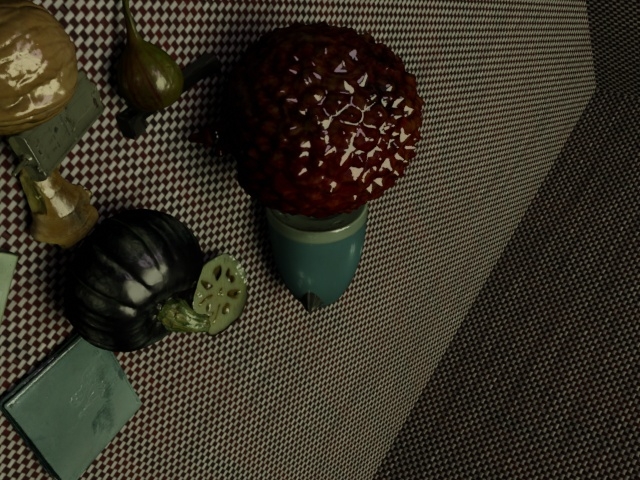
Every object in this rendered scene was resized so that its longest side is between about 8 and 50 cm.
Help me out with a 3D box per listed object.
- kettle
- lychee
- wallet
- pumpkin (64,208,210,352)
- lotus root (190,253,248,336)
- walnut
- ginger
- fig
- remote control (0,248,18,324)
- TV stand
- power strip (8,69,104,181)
[{"bbox_3d":[0.000,0.000,2.136,0.319,0.247,0.342,-73,167,-46],"label":"kettle"},{"bbox_3d":[-0.030,-0.251,1.771,0.424,0.500,0.424,-6,90,-89],"label":"lychee"},{"bbox_3d":[-0.508,0.342,1.735,0.251,0.054,0.290,-48,137,-35],"label":"wallet"},{"bbox_3d":[-0.343,0.097,1.615,0.296,0.296,0.295,-32,133,-43],"label":"pumpkin"},{"bbox_3d":[-0.258,0.123,1.950,0.204,0.078,0.183,-27,116,-55],"label":"lotus root"},{"bbox_3d":[-0.489,-0.263,1.276,0.228,0.228,0.227,-32,133,-43],"label":"walnut"},{"bbox_3d":[-0.479,-0.111,1.493,0.131,0.086,0.294,-23,123,-28],"label":"ginger"},{"bbox_3d":[-0.331,-0.356,1.543,0.124,0.124,0.236,-33,121,-42],"label":"fig"},{"bbox_3d":[-0.608,0.125,1.477,0.098,0.038,0.233,7,101,-57],"label":"remote control"},{"bbox_3d":[-0.300,-0.293,1.677,0.256,0.040,0.049,-45,141,-31],"label":"TV stand"},{"bbox_3d":[-0.455,-0.190,1.425,0.268,0.034,0.092,-68,145,-46],"label":"power strip"}]
